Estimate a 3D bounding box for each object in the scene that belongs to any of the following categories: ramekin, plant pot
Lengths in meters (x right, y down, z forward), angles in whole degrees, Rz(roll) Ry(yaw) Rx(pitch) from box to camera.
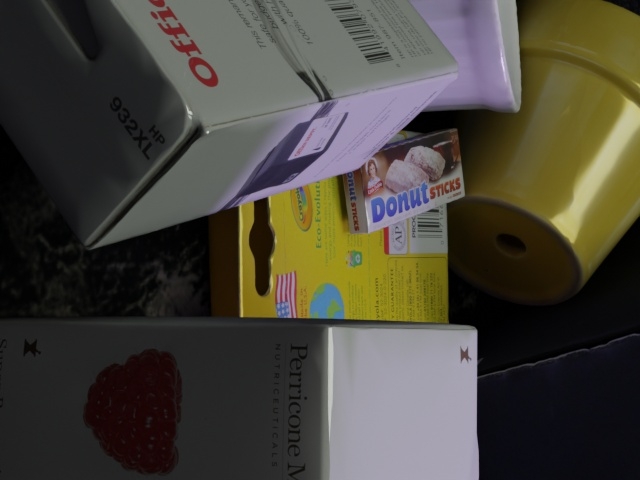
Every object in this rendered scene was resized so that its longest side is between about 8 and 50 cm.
[{"bbox_3d":[0.093,-0.242,1.151,0.277,0.135,0.277,-5,90,-77],"label":"ramekin"},{"bbox_3d":[0.227,-0.074,1.312,0.239,0.254,0.254,-60,135,-31],"label":"plant pot"}]

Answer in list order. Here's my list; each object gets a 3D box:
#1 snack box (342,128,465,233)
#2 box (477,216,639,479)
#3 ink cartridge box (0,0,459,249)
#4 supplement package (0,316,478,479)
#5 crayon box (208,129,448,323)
[{"bbox_3d":[0.074,-0.053,1.133,0.178,0.022,0.064,-21,106,-55],"label":"snack box"},{"bbox_3d":[0.393,0.236,1.372,0.472,0.297,0.480,65,29,-7],"label":"box"},{"bbox_3d":[-0.080,-0.142,0.872,0.223,0.129,0.307,54,34,11],"label":"ink cartridge box"},{"bbox_3d":[-0.070,0.136,0.811,0.175,0.293,0.178,7,82,-56],"label":"supplement package"},{"bbox_3d":[0.000,0.000,1.112,0.318,0.081,0.202,2,87,-57],"label":"crayon box"}]
